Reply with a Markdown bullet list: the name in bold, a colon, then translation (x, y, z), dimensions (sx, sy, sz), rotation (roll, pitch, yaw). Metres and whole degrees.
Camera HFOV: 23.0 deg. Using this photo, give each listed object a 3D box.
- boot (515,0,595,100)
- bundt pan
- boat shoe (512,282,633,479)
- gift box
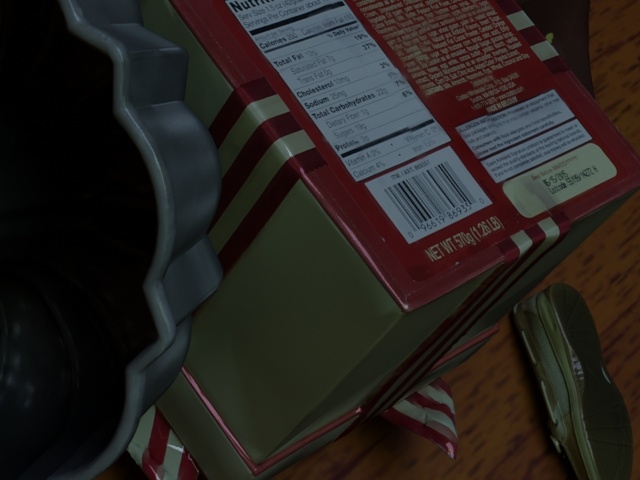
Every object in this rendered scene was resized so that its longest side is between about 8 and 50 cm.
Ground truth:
- **boot**: translation (0.212, -0.231, 1.175), dimensions (0.096, 0.280, 0.264), rotation (11, 55, -25)
- **bundt pan**: translation (-0.186, -0.022, 0.790), dimensions (0.331, 0.331, 0.124), rotation (51, 28, 7)
- **boat shoe**: translation (0.173, 0.107, 1.093), dimensions (0.056, 0.048, 0.153), rotation (2, 66, -45)
- **gift box**: translation (0.000, 0.000, 0.908), dimensions (0.255, 0.258, 0.276), rotation (-20, 71, -38)
